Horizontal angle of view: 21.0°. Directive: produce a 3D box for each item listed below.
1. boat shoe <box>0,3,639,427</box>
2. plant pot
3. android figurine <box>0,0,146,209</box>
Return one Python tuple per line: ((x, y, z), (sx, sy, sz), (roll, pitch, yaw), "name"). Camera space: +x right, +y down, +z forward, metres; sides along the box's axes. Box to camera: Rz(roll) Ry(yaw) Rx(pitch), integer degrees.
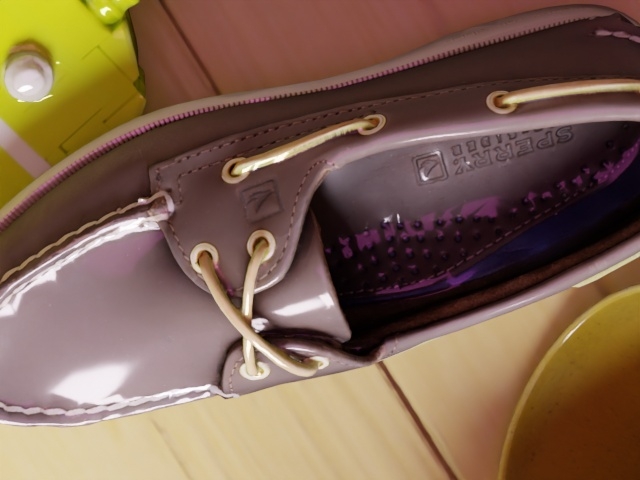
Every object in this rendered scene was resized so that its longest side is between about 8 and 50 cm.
((0.000, 0.000, 0.679), (0.324, 0.096, 0.116), (-20, 115, -3), "boat shoe")
((0.151, 0.096, 0.705), (0.095, 0.134, 0.134), (26, 100, -27), "plant pot")
((-0.185, -0.055, 0.712), (0.273, 0.056, 0.248), (-38, 112, 11), "android figurine")
